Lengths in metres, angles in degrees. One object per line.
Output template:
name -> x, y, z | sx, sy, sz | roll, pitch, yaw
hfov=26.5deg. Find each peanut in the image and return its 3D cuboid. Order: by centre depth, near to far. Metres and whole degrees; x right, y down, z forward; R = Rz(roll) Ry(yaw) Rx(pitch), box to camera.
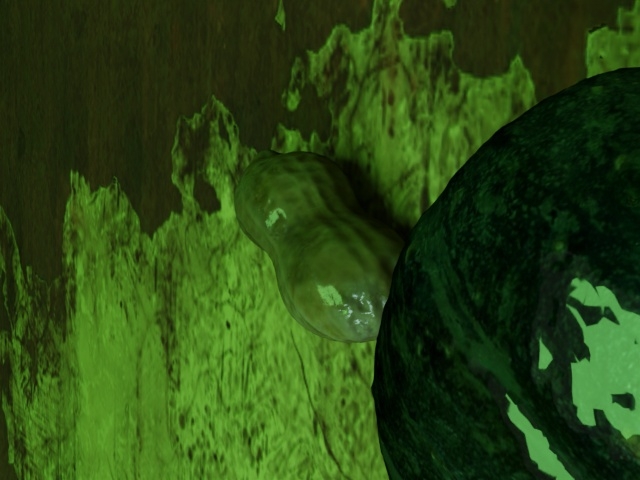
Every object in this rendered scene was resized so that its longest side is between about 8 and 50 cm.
peanut -> 0.000, 0.002, 0.871 | 0.193, 0.089, 0.089 | 57, 139, 46

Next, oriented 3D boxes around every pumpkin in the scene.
pumpkin -> 0.135, 0.066, 0.531 | 0.263, 0.197, 0.293 | 63, 145, 30
